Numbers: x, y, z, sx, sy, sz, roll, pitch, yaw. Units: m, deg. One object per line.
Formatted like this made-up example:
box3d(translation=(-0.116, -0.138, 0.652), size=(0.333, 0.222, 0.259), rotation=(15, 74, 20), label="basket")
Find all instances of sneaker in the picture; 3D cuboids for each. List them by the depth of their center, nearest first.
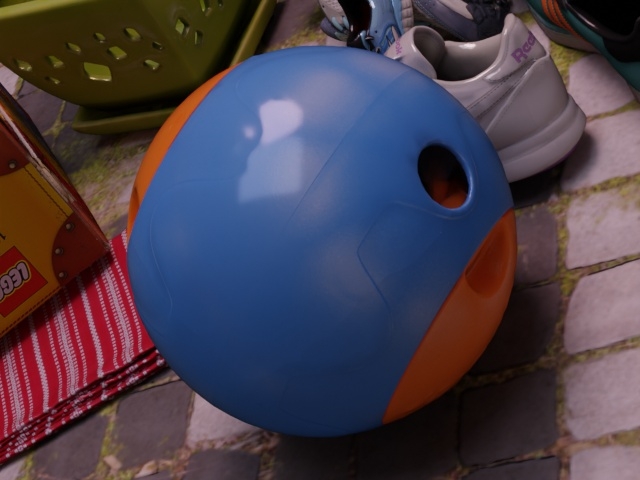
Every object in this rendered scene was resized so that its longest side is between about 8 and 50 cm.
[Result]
box3d(translation=(0.059, -0.101, 1.384), size=(0.305, 0.152, 0.114), rotation=(-18, 29, 20), label="sneaker")
box3d(translation=(0.241, -0.215, 1.389), size=(0.108, 0.121, 0.302), rotation=(-37, 38, 0), label="sneaker")
box3d(translation=(0.053, -0.161, 1.477), size=(0.063, 0.073, 0.162), rotation=(-36, 67, 45), label="sneaker")
box3d(translation=(0.067, -0.234, 1.583), size=(0.283, 0.110, 0.122), rotation=(40, 111, 42), label="sneaker")

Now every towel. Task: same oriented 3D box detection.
box3d(translation=(-0.245, 0.097, 1.522), size=(0.275, 0.031, 0.199), rotation=(-31, 37, 8), label="towel")

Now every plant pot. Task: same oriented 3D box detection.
box3d(translation=(-0.183, -0.240, 1.675), size=(0.228, 0.207, 0.227), rotation=(-6, 47, 34), label="plant pot")

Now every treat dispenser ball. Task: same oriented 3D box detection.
box3d(translation=(0.000, 0.000, 1.219), size=(0.288, 0.288, 0.288), rotation=(-21, 41, 19), label="treat dispenser ball")

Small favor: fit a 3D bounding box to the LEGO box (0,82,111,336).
box3d(translation=(-0.499, 0.028, 1.636), size=(0.500, 0.193, 0.372), rotation=(-38, 33, -2), label="LEGO box")
